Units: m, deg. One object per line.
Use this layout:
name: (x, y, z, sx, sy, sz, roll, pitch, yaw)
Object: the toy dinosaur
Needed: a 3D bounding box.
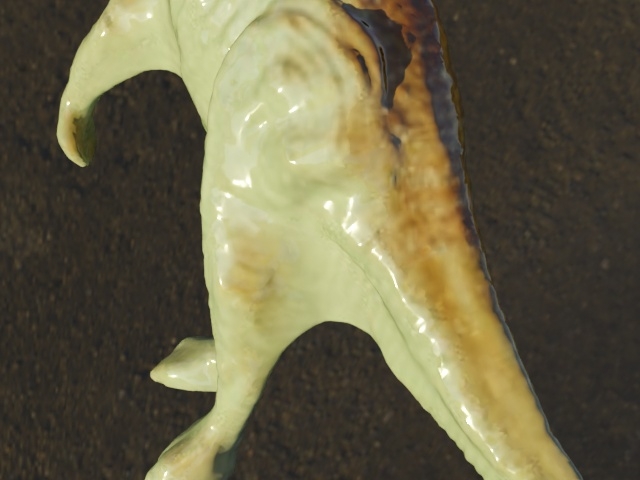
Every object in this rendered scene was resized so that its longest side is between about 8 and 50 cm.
toy dinosaur: (0.000, 0.000, 0.423, 0.092, 0.205, 0.393, -2, 35, -42)
